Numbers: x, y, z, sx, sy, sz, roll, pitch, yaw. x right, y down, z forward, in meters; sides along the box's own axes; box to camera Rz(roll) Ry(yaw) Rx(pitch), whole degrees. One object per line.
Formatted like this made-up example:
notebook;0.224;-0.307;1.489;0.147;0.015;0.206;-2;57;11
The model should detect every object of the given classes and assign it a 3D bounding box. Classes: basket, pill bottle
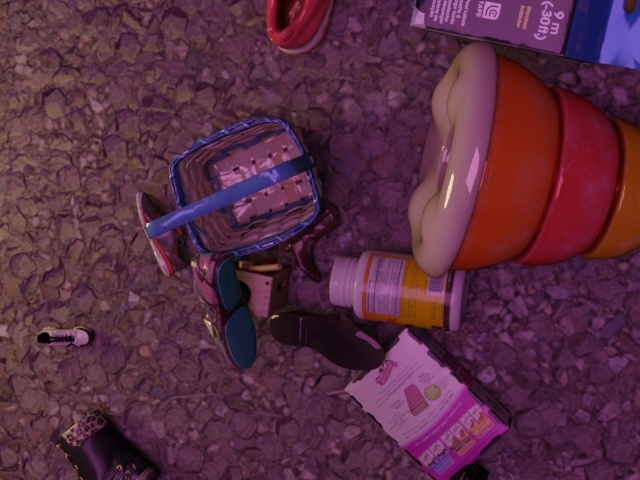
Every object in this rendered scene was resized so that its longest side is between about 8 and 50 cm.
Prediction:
basket;-0.117;-0.082;1.589;0.254;0.289;0.201;-20;92;19
pill bottle;0.128;0.078;1.638;0.215;0.117;0.117;7;100;14

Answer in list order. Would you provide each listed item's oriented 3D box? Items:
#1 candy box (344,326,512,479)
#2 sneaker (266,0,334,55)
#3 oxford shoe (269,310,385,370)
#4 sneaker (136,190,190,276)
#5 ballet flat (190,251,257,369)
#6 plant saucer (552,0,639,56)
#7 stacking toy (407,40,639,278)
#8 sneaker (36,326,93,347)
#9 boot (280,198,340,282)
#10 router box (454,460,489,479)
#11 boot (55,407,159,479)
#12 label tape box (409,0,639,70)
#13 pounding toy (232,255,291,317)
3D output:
candy box;0.179;0.270;1.678;0.233;0.071;0.159;45;107;4
sneaker;-0.005;-0.441;1.585;0.116;0.136;0.314;21;103;10
oxford shoe;0.023;0.157;1.685;0.212;0.076;0.076;18;105;28
sneaker;-0.275;-0.018;1.774;0.064;0.061;0.158;-23;93;-10
ballet flat;-0.159;0.108;1.621;0.079;0.077;0.222;13;130;34
plant saucer;0.382;-0.400;1.539;0.241;0.037;0.241;2;98;15
stacking toy;0.389;-0.078;1.480;0.479;0.350;0.351;12;102;-2
sneaker;-0.470;0.180;1.854;0.109;0.044;0.040;-2;96;14
boot;0.000;0.000;1.706;0.114;0.037;0.106;-40;89;12
router box;0.225;0.416;1.661;0.038;0.122;0.092;45;106;9
boot;-0.433;0.441;1.864;0.236;0.085;0.178;-42;84;10
label tape box;0.328;-0.402;1.476;0.347;0.115;0.249;14;102;15
pounding toy;-0.112;0.066;1.688;0.130;0.141;0.100;11;101;13
